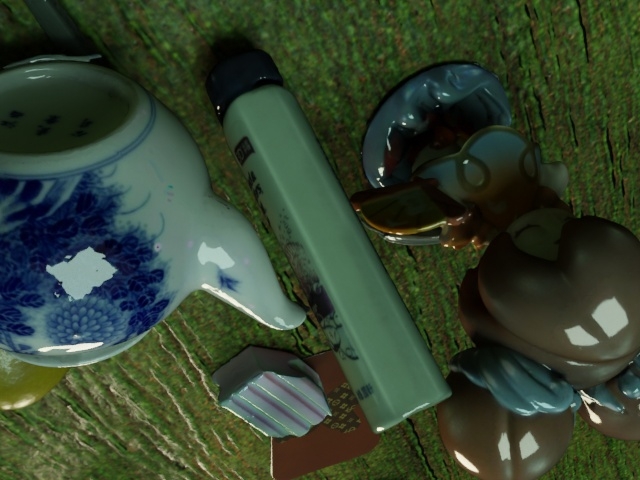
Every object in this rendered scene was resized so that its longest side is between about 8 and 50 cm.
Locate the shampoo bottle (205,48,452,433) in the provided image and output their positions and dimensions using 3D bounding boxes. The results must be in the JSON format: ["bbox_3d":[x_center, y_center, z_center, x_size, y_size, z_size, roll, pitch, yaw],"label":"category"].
[{"bbox_3d":[0.000,0.000,0.869,0.078,0.359,0.134,-26,168,-7],"label":"shampoo bottle"}]

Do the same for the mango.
[{"bbox_3d":[-0.295,0.084,0.955,0.130,0.092,0.195,28,106,-41],"label":"mango"}]

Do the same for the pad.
[{"bbox_3d":[0.013,0.244,1.339,0.181,0.004,0.267,-15,134,-18],"label":"pad"}]

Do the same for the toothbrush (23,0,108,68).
[{"bbox_3d":[-0.240,-0.210,0.766,0.030,0.030,0.297,-11,141,16],"label":"toothbrush"}]

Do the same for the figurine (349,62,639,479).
[{"bbox_3d":[0.191,0.026,0.960,0.276,0.388,0.248,-14,135,-21],"label":"figurine"}]

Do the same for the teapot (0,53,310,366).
[{"bbox_3d":[-0.217,0.002,0.806,0.424,0.252,0.280,8,130,5],"label":"teapot"}]

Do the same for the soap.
[{"bbox_3d":[-0.056,0.195,1.211,0.100,0.056,0.149,-37,133,11],"label":"soap"}]
